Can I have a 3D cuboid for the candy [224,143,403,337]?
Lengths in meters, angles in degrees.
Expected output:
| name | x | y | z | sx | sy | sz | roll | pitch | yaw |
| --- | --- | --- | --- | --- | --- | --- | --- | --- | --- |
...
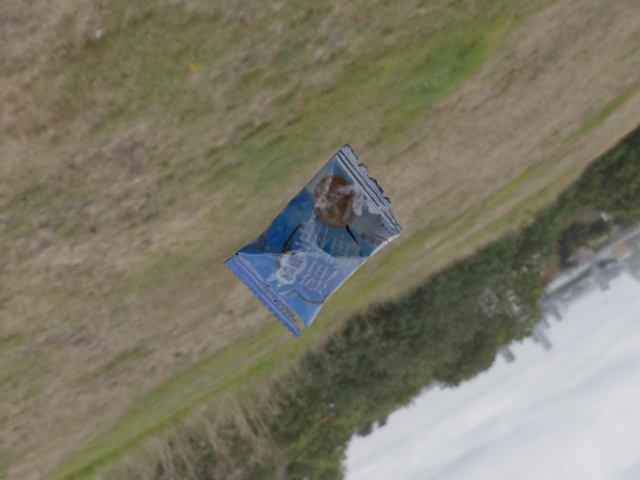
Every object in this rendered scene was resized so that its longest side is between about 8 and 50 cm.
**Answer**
| name | x | y | z | sx | sy | sz | roll | pitch | yaw |
| --- | --- | --- | --- | --- | --- | --- | --- | --- | --- |
| candy | 0.000 | 0.001 | 0.722 | 0.136 | 0.088 | 0.038 | -45 | -165 | -10 |
